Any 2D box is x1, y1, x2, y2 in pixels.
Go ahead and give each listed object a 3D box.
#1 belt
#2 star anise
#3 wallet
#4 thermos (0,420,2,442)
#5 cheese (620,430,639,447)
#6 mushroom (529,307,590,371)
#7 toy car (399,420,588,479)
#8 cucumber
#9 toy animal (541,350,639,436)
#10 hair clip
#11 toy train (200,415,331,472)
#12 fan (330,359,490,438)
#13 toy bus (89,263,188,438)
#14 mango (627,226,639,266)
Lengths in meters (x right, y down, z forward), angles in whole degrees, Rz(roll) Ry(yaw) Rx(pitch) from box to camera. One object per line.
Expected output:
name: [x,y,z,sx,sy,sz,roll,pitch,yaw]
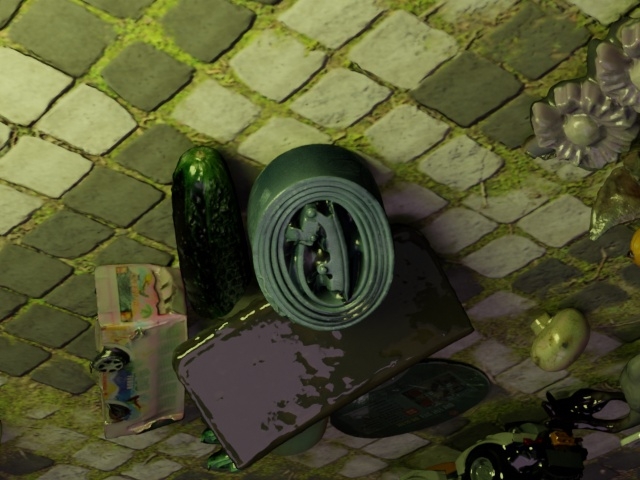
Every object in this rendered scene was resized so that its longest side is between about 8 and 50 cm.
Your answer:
belt: [0.000,0.000,1.277,0.141,0.082,0.190,-11,124,0]
star anise: [0.331,-0.071,1.222,0.182,0.065,0.195,-21,165,-43]
wallet: [0.001,0.111,1.388,0.309,0.042,0.165,-31,109,0]
thermos: [-0.513,0.250,1.600,0.193,0.105,0.137,19,170,-25]
cheese: [0.482,0.277,1.762,0.127,0.050,0.255,-30,155,27]
mushroom: [0.287,0.118,1.545,0.083,0.067,0.083,-37,160,-16]
toy car: [0.243,0.342,1.821,0.193,0.118,0.301,12,142,-38]
cucumber: [-0.114,-0.008,1.295,0.074,0.074,0.241,-5,145,-1]
toy animal: [0.420,0.181,1.628,0.195,0.090,0.324,4,149,-23]
hair clip: [0.277,-0.143,1.164,0.106,0.085,0.292,29,140,-16]
toy train: [-0.061,0.201,1.546,0.177,0.116,0.285,-8,159,-5]
fan: [0.111,0.189,1.668,0.223,0.012,0.294,-8,147,3]
toy bus: [-0.211,0.133,1.474,0.112,0.090,0.274,-5,147,-11]
mango: [0.424,0.002,1.391,0.190,0.075,0.098,-8,152,-9]
